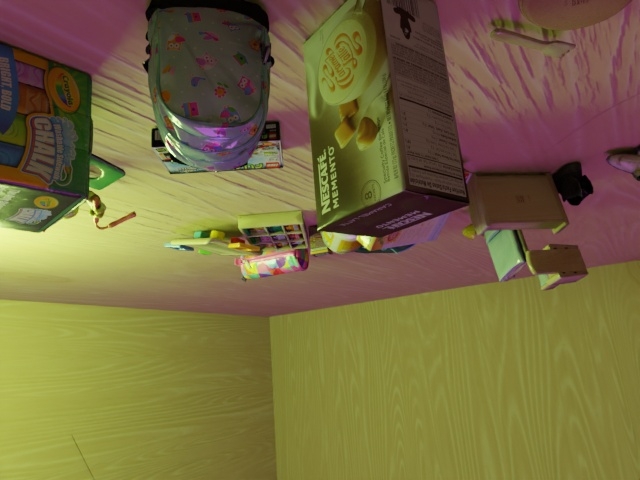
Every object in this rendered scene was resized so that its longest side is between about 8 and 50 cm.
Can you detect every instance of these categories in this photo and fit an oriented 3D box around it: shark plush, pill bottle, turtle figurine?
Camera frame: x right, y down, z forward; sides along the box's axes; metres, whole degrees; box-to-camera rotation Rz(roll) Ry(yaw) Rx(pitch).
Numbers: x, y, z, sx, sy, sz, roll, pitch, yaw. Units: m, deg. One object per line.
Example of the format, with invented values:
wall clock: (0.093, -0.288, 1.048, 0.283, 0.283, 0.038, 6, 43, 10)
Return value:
shark plush: (0.674, -0.173, 1.037, 0.067, 0.073, 0.161, 8, -162, 41)
pill bottle: (0.067, -0.045, 1.156, 0.118, 0.117, 0.208, -3, 165, -5)
turtle figurine: (-0.495, -0.092, 0.875, 0.270, 0.087, 0.217, 2, 159, 9)

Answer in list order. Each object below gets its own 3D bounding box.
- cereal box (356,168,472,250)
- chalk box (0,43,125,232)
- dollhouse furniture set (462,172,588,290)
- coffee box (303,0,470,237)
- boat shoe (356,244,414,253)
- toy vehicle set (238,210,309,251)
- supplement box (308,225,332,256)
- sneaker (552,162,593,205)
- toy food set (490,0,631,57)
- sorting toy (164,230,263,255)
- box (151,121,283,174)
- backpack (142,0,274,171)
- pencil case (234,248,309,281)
cereal box: (0.192, -0.070, 0.954, 0.240, 0.047, 0.173, -7, 129, -46)
chalk box: (-0.405, -0.124, 0.606, 0.180, 0.179, 0.289, -18, 161, 39)
dollhouse furniture set: (0.424, 0.016, 1.162, 0.198, 0.286, 0.303, -2, 154, -9)
coffee box: (0.065, -0.140, 0.541, 0.098, 0.246, 0.141, 7, 162, -35)
boat shoe: (0.169, -0.003, 1.373, 0.258, 0.109, 0.089, -20, 155, 40)
toy vehicle set: (-0.124, -0.020, 1.351, 0.166, 0.035, 0.267, -5, 165, 2)
supplement box: (0.000, 0.000, 1.370, 0.055, 0.083, 0.043, -10, 165, 19)
sneaker: (0.562, -0.116, 1.088, 0.051, 0.089, 0.170, -5, 165, 3)
toy food set: (0.285, -0.276, 0.520, 0.132, 0.038, 0.192, 7, 168, -15)
sorting toy: (-0.284, 0.007, 1.334, 0.348, 0.047, 0.196, -1, 168, 40)
box: (-0.169, -0.157, 0.821, 0.207, 0.036, 0.114, -4, 165, -2)
backpack: (-0.120, -0.168, 0.508, 0.152, 0.182, 0.115, -1, 165, -9)
pencil case: (-0.155, 0.069, 1.566, 0.236, 0.104, 0.104, -12, 164, 21)
